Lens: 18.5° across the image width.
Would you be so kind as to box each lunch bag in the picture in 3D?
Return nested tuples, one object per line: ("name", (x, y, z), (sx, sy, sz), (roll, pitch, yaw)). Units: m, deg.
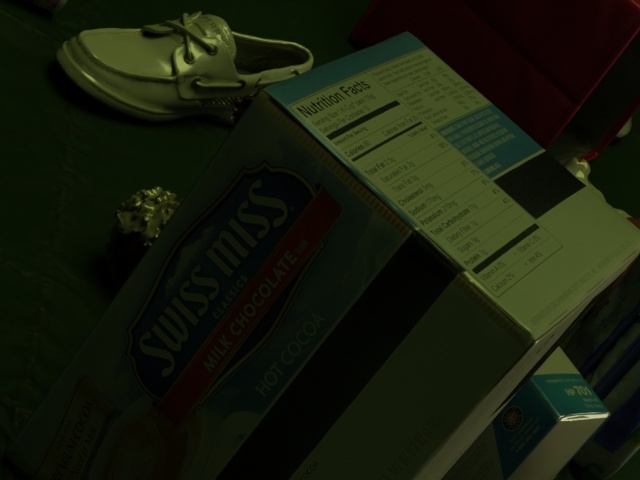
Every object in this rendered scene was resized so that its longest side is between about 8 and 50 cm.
("lunch bag", (0.287, 0.097, 1.747), (0.090, 0.219, 0.176), (34, 29, -6))

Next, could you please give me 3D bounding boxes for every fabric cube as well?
("fabric cube", (0.239, -0.245, 2.168), (0.258, 0.259, 0.254), (43, 29, 14))

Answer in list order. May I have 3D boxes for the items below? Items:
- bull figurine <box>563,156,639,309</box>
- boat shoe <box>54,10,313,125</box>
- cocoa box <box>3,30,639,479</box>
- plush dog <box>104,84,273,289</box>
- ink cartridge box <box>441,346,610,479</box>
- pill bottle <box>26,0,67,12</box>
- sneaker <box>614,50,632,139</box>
("bull figurine", (0.340, 0.044, 1.992), (0.188, 0.101, 0.310), (-10, 55, -18))
("boat shoe", (-0.118, -0.169, 1.802), (0.277, 0.096, 0.098), (1, 45, -48))
("cocoa box", (0.001, 0.071, 1.313), (0.228, 0.347, 0.231), (43, 29, 10))
("plush dog", (0.000, 0.000, 1.549), (0.262, 0.225, 0.210), (43, 28, 10))
("ink cartridge box", (0.123, 0.117, 1.610), (0.082, 0.139, 0.190), (3, 44, -46))
("pill bottle", (-0.269, -0.242, 1.791), (0.083, 0.043, 0.043), (23, 31, -26))
("sneaker", (0.409, -0.324, 2.480), (0.169, 0.257, 0.447), (31, 28, -13))
